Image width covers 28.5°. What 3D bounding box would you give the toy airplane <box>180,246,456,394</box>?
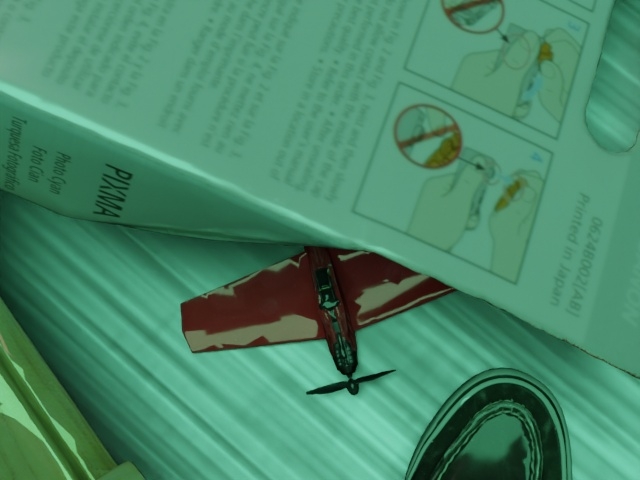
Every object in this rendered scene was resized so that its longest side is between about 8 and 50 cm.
[{"bbox_3d":[0.000,0.000,0.603,0.151,0.028,0.151,-1,80,6],"label":"toy airplane"}]

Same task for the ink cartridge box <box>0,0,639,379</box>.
[{"bbox_3d":[-0.006,-0.132,0.574,0.385,0.091,0.308,24,63,-7],"label":"ink cartridge box"}]

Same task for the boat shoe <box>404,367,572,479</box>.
[{"bbox_3d":[0.059,0.160,0.546,0.078,0.070,0.219,17,81,8],"label":"boat shoe"}]

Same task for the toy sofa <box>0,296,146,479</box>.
[{"bbox_3d":[-0.243,0.032,0.575,0.150,0.177,0.362,-32,77,-26],"label":"toy sofa"}]
